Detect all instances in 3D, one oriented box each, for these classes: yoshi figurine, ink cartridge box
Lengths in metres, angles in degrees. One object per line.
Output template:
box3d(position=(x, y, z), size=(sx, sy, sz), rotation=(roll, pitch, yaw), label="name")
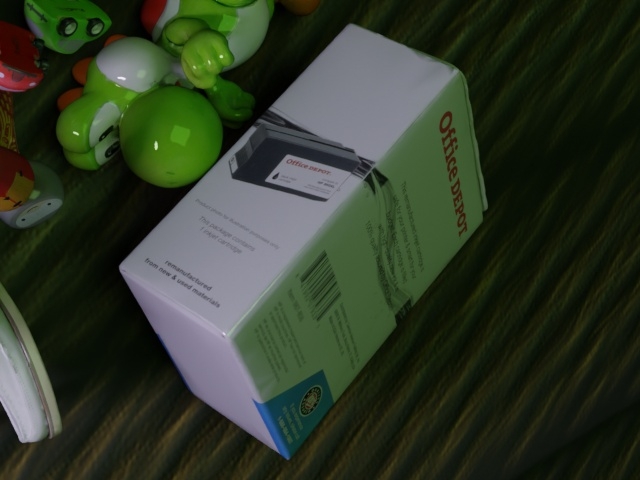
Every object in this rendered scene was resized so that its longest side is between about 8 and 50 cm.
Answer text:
box3d(position=(-0.117, -0.189, 1.358), size=(0.362, 0.203, 0.204), rotation=(-47, 122, -18), label="yoshi figurine")
box3d(position=(0.000, 0.000, 1.391), size=(0.395, 0.166, 0.285), rotation=(-48, 149, -21), label="ink cartridge box")

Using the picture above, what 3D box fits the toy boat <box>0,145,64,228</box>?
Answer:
box3d(position=(-0.404, -0.068, 1.155), size=(0.148, 0.318, 0.268), rotation=(45, 55, -74), label="toy boat")

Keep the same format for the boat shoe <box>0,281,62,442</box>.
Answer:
box3d(position=(-0.366, 0.080, 1.268), size=(0.103, 0.113, 0.302), rotation=(-28, 95, -24), label="boat shoe")

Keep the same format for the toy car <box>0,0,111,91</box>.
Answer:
box3d(position=(-0.309, -0.220, 1.276), size=(0.225, 0.239, 0.053), rotation=(-11, 138, -55), label="toy car")

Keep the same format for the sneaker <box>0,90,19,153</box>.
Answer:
box3d(position=(-0.350, -0.108, 1.293), size=(0.064, 0.067, 0.175), rotation=(-8, 114, -39), label="sneaker")
